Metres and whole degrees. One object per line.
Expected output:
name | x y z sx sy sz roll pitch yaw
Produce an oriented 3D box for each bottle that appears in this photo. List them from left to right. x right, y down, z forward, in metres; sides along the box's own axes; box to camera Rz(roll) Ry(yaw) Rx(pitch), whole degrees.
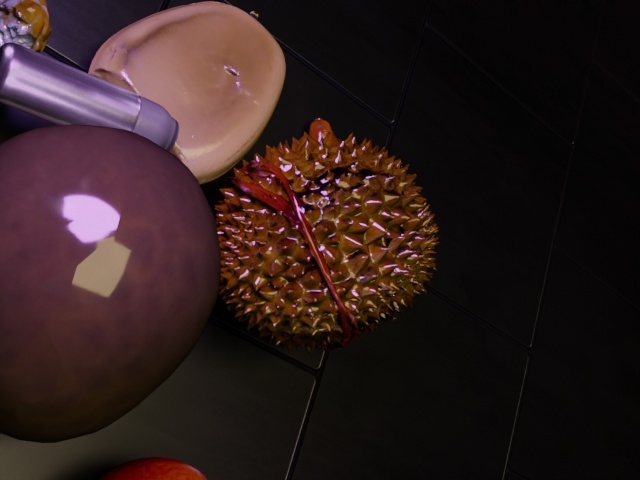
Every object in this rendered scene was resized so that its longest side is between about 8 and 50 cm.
bottle | -0.310 -0.184 1.210 0.253 0.079 0.096 21 41 -33

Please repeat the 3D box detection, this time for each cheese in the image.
cheese | -0.178 -0.247 1.410 0.316 0.128 0.260 -44 107 -36

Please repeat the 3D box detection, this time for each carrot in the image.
carrot | -0.001 -0.092 1.580 0.043 0.043 0.248 6 81 -37

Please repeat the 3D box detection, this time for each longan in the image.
longan | -0.303 0.049 1.136 0.404 0.336 0.405 -45 146 -44

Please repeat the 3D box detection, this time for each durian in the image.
durian | 0.002 0.005 1.398 0.384 0.347 0.348 -36 105 -49

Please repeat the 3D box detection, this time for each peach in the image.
peach | -0.237 0.378 1.221 0.197 0.197 0.198 8 78 -37

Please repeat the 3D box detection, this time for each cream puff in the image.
cream puff | -0.436 -0.278 1.225 0.156 0.156 0.121 48 14 -22
